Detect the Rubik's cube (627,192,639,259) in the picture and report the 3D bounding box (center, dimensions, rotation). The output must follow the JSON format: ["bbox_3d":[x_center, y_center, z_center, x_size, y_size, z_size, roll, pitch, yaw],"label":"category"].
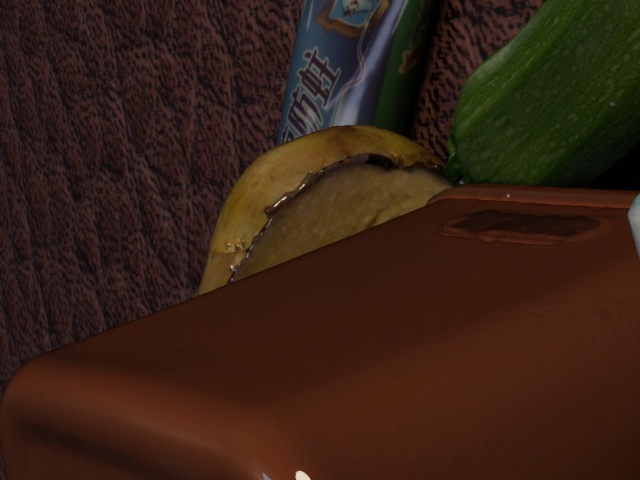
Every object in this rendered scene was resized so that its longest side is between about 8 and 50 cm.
[{"bbox_3d":[0.219,0.040,0.434,0.265,0.213,0.224,-10,101,46],"label":"Rubik's cube"}]

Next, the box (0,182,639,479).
[{"bbox_3d":[0.049,0.172,0.633,0.239,0.229,0.339,6,110,54],"label":"box"}]

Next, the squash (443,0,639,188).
[{"bbox_3d":[0.117,-0.078,0.687,0.077,0.068,0.219,53,139,10],"label":"squash"}]

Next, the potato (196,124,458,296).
[{"bbox_3d":[-0.008,0.036,0.812,0.081,0.164,0.200,40,120,52],"label":"potato"}]

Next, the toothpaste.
[{"bbox_3d":[0.000,0.000,0.884,0.099,0.061,0.392,34,120,49],"label":"toothpaste"}]
